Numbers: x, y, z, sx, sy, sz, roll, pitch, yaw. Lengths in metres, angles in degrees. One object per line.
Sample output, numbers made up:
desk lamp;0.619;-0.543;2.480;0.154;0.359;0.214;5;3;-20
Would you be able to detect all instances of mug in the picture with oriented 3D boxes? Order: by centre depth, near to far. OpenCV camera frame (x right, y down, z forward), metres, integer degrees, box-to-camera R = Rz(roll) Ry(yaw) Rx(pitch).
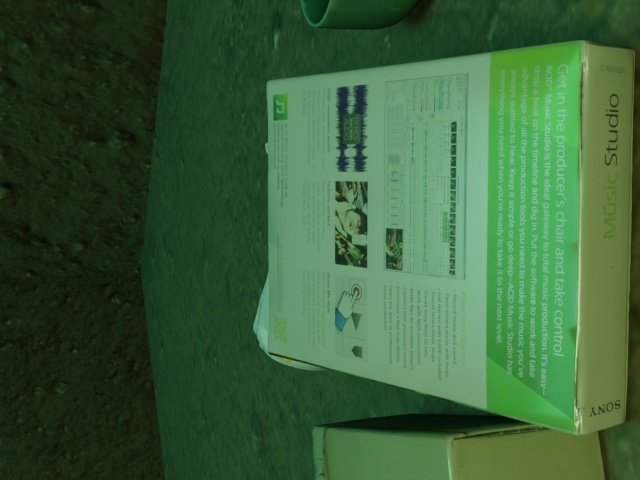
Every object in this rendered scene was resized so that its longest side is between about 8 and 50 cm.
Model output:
mug;0.041;-0.271;0.873;0.129;0.097;0.158;157;111;-73

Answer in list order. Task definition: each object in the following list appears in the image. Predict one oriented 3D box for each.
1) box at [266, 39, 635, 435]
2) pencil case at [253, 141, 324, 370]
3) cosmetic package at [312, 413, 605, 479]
box;0.072;-0.009;0.686;0.322;0.058;0.232;7;98;53
pencil case;0.000;0.000;0.996;0.113;0.124;0.273;-122;34;-59
cosmetic package;0.092;0.216;0.732;0.309;0.113;0.160;148;118;-70
